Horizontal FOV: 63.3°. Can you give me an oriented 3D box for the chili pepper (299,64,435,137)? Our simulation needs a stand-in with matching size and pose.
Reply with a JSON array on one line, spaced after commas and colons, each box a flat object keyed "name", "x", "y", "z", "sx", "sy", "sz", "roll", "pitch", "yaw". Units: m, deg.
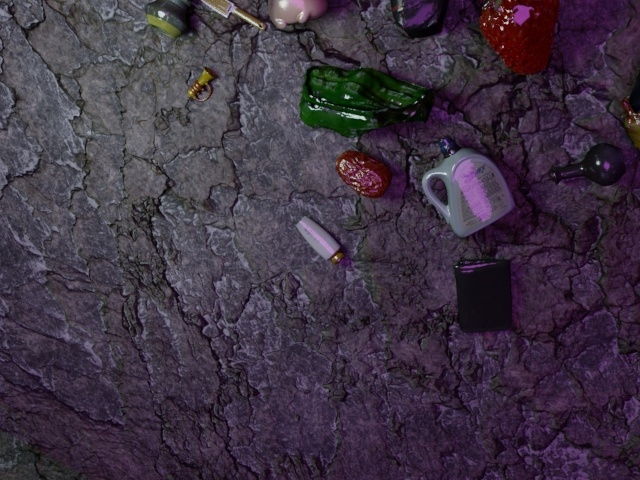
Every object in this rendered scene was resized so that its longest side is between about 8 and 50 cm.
[{"name": "chili pepper", "x": 0.124, "y": -0.381, "z": 1.481, "sx": 0.385, "sy": 0.213, "sz": 0.167, "roll": 10, "pitch": 148, "yaw": 11}]

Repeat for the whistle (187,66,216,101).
[{"name": "whistle", "x": -0.367, "y": -0.482, "z": 1.620, "sx": 0.109, "sy": 0.057, "sz": 0.046, "roll": -44, "pitch": 49, "yaw": 26}]

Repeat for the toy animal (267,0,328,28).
[{"name": "toy animal", "x": -0.069, "y": -0.711, "z": 1.424, "sx": 0.210, "sy": 0.229, "sz": 0.221, "roll": 2, "pitch": 147, "yaw": 29}]

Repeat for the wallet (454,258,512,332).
[{"name": "wallet", "x": 0.508, "y": 0.174, "z": 1.622, "sx": 0.168, "sy": 0.052, "sz": 0.245, "roll": -4, "pitch": 108, "yaw": 11}]

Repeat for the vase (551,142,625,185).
[{"name": "vase", "x": 0.744, "y": -0.202, "z": 1.452, "sx": 0.183, "sy": 0.120, "sz": 0.120, "roll": -10, "pitch": 103, "yaw": 28}]

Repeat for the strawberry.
[{"name": "strawberry", "x": 0.535, "y": -0.556, "z": 1.373, "sx": 0.205, "sy": 0.205, "sz": 0.244, "roll": -22, "pitch": 123, "yaw": 15}]

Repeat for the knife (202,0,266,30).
[{"name": "knife", "x": -0.277, "y": -0.690, "z": 1.550, "sx": 0.256, "sy": 0.022, "sz": 0.046, "roll": 31, "pitch": 112, "yaw": 1}]

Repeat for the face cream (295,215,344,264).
[{"name": "face cream", "x": 0.000, "y": 0.000, "z": 1.664, "sx": 0.182, "sy": 0.051, "sz": 0.072, "roll": 44, "pitch": 106, "yaw": -2}]

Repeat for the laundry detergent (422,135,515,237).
[{"name": "laundry detergent", "x": 0.414, "y": -0.169, "z": 1.516, "sx": 0.215, "sy": 0.105, "sz": 0.280, "roll": -33, "pitch": 98, "yaw": 18}]

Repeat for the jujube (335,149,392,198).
[{"name": "jujube", "x": 0.128, "y": -0.202, "z": 1.565, "sx": 0.176, "sy": 0.109, "sz": 0.112, "roll": 32, "pitch": 72, "yaw": 9}]

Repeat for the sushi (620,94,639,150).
[{"name": "sushi", "x": 0.891, "y": -0.297, "z": 1.400, "sx": 0.103, "sy": 0.097, "sz": 0.226, "roll": -35, "pitch": 95, "yaw": 17}]

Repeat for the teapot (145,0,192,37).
[{"name": "teapot", "x": -0.458, "y": -0.680, "z": 1.543, "sx": 0.165, "sy": 0.130, "sz": 0.119, "roll": 27, "pitch": 94, "yaw": 35}]

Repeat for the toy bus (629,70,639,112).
[{"name": "toy bus", "x": 0.912, "y": -0.450, "z": 1.303, "sx": 0.147, "sy": 0.127, "sz": 0.303, "roll": 23, "pitch": 90, "yaw": 6}]

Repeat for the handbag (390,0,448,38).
[{"name": "handbag", "x": 0.265, "y": -0.659, "z": 1.383, "sx": 0.155, "sy": 0.169, "sz": 0.215, "roll": -4, "pitch": 101, "yaw": 14}]
